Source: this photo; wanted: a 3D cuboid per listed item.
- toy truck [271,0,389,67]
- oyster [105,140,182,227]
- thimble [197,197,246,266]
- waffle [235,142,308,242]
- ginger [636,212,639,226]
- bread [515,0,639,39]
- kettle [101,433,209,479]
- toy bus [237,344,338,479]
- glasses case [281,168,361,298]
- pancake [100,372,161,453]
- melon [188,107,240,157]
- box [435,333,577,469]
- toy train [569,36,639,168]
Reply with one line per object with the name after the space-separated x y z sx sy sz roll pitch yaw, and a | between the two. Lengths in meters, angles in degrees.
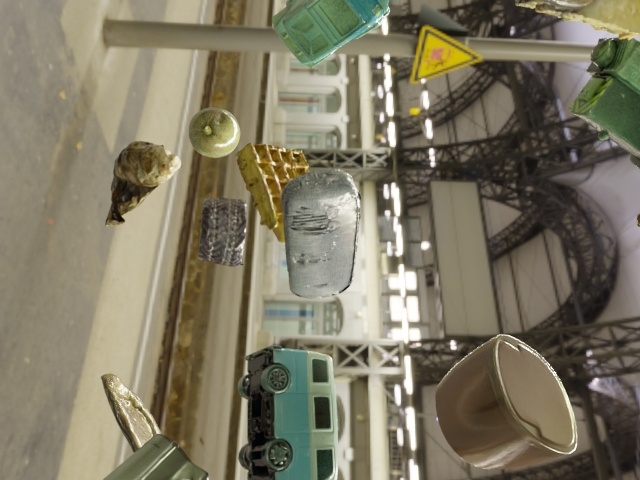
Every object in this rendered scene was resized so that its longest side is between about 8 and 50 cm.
0.014 -0.472 1.266 0.279 0.155 0.156 -11 -144 54 | toy truck
-0.425 -0.124 1.345 0.294 0.094 0.166 -46 -132 25 | oyster
-0.135 -0.010 0.826 0.104 0.066 0.095 -104 -158 -62 | thimble
-0.066 -0.083 1.182 0.160 0.055 0.211 -3 67 -51 | waffle
0.886 -0.047 1.542 0.103 0.162 0.073 -60 -178 -28 | ginger
0.454 -0.417 0.760 0.346 0.242 0.405 -90 -157 -75 | bread
-0.263 0.368 0.890 0.127 0.148 0.098 -27 -81 50 | kettle
-0.052 0.339 1.097 0.133 0.164 0.271 -32 -125 54 | toy bus
0.000 0.000 0.900 0.282 0.109 0.067 90 -8 -51 | glasses case
-0.364 0.370 1.197 0.250 0.031 0.250 56 -13 19 | pancake
-0.290 -0.294 1.644 0.192 0.139 0.139 -67 159 -83 | melon
0.429 0.400 1.440 0.216 0.301 0.301 -39 -146 33 | box
0.611 -0.231 1.104 0.178 0.330 0.138 -57 -169 14 | toy train
